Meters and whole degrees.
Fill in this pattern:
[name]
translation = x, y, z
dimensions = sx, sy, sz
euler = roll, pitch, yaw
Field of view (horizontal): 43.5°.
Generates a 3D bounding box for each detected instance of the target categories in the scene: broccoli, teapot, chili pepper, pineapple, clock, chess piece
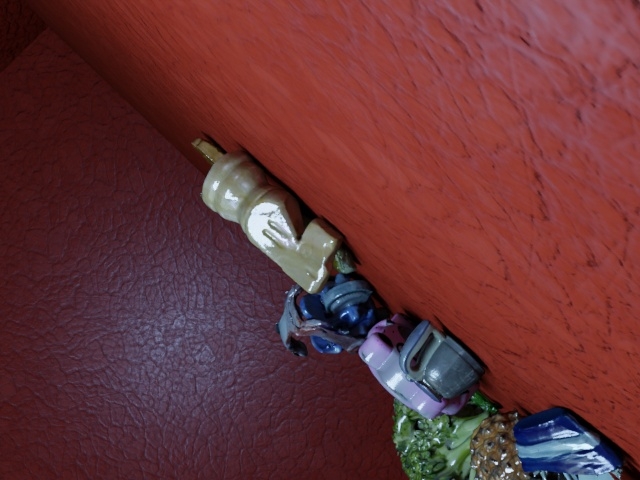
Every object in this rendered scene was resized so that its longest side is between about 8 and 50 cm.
[broccoli]
translation = 0.335, 0.514, 1.930
dimensions = 0.277, 0.339, 0.317
euler = 13, 171, -35
[teapot]
translation = 0.204, 0.216, 1.360
dimensions = 0.111, 0.108, 0.149
euler = 39, 174, 32
[chili pepper]
translation = 0.357, 0.352, 1.729
dimensions = 0.055, 0.035, 0.118
euler = 27, -175, -21
[pineapple]
translation = 0.395, 0.418, 1.308
dimensions = 0.165, 0.165, 0.364
euler = 47, 172, -33
[clock]
translation = 0.184, 0.244, 1.541
dimensions = 0.227, 0.090, 0.248
euler = 42, -167, 17
[chess piece]
translation = -0.084, -0.031, 1.479
dimensions = 0.301, 0.137, 0.137
euler = 42, 175, 24

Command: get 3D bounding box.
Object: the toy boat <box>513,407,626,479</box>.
[toy boat]
translation = 0.357, 0.353, 1.095
dimensions = 0.210, 0.070, 0.292
euler = 16, 132, 64

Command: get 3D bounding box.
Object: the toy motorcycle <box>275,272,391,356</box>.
[toy motorcycle]
translation = 0.022, 0.167, 1.845
dimensions = 0.240, 0.182, 0.319
euler = 1, 158, 18

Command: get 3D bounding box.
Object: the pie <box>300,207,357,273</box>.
[pie]
translation = 0.000, 0.000, 1.578
dimensions = 0.187, 0.041, 0.187
euler = 44, 175, 5

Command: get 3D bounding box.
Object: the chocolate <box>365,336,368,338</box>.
[chocolate]
translation = 0.116, 0.235, 2.275
dimensions = 0.110, 0.110, 0.248
euler = 45, 179, -20

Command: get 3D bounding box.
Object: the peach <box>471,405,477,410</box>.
[peach]
translation = 0.375, 0.549, 2.223
dimensions = 0.274, 0.249, 0.245
euler = 27, -143, -20

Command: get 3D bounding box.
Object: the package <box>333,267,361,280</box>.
[package]
translation = 0.013, 0.042, 1.881
dimensions = 0.173, 0.027, 0.171
euler = 37, 173, -4

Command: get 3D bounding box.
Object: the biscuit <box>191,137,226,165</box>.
[biscuit]
translation = -0.192, -0.143, 1.925
dimensions = 0.289, 0.044, 0.202
euler = 47, 174, -19
